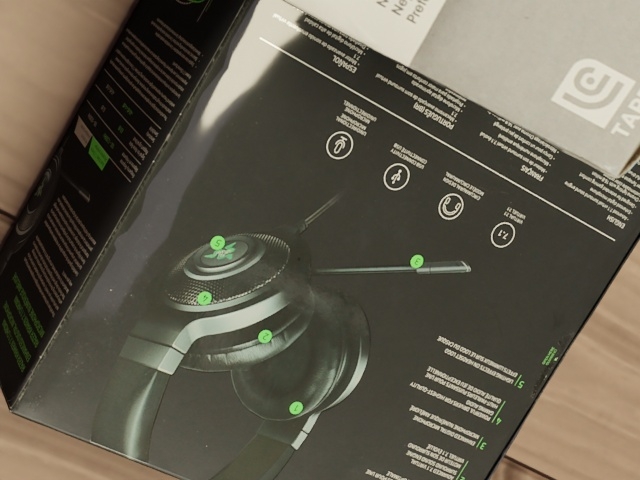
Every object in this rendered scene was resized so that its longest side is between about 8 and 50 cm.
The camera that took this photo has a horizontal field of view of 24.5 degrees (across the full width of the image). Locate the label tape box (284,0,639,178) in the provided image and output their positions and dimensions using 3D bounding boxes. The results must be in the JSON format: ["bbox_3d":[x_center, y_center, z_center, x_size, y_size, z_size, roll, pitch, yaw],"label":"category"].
[{"bbox_3d":[0.006,-0.194,0.570,0.334,0.240,0.106,28,125,-3],"label":"label tape box"}]

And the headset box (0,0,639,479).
[{"bbox_3d":[0.000,0.000,0.726,0.246,0.131,0.283,26,99,-28],"label":"headset box"}]
